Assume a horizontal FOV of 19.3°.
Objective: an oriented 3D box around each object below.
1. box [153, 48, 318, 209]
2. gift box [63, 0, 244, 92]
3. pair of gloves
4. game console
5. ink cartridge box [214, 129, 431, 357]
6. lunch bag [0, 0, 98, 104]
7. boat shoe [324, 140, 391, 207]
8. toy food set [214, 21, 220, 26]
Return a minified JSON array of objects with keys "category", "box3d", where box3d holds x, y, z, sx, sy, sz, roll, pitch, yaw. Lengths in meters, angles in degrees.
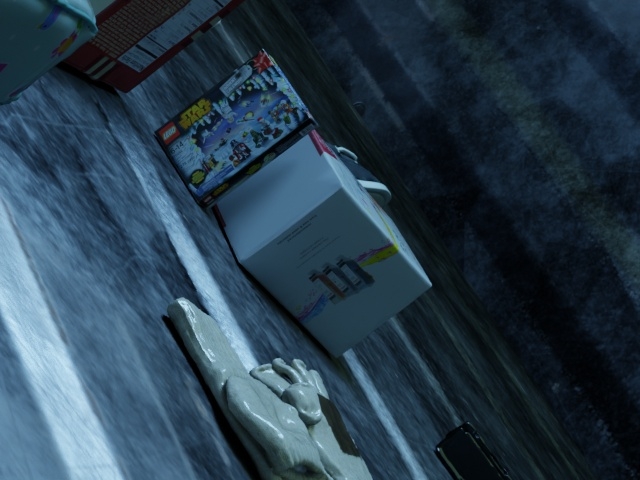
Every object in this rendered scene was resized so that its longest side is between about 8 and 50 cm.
[{"category":"box","box3d":[-0.082,-0.108,1.816,0.094,0.137,0.027,56,7,26]},{"category":"gift box","box3d":[-0.181,-0.324,1.730,0.258,0.276,0.255,53,2,11]},{"category":"pair of gloves","box3d":[-0.015,0.147,1.428,0.204,0.042,0.240,58,10,34]},{"category":"game console","box3d":[0.171,0.272,2.104,0.122,0.071,0.107,54,-22,5]},{"category":"ink cartridge box","box3d":[0.000,0.000,1.862,0.176,0.127,0.128,48,9,-39]},{"category":"lunch bag","box3d":[-0.271,-0.209,1.249,0.224,0.108,0.279,51,6,11]},{"category":"boat shoe","box3d":[0.003,-0.073,2.277,0.091,0.114,0.302,61,8,13]},{"category":"toy food set","box3d":[-0.248,-0.403,2.335,0.219,0.092,0.306,59,9,35]}]
